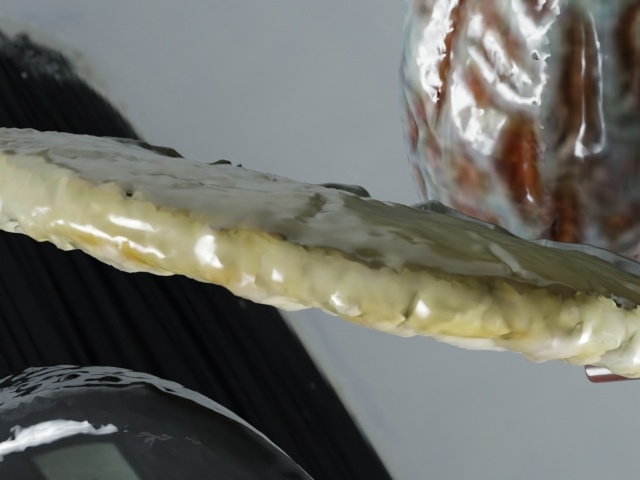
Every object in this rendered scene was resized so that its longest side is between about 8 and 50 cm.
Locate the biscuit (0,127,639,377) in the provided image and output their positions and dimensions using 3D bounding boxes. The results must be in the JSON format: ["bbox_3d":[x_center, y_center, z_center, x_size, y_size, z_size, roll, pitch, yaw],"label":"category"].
[{"bbox_3d":[0.000,0.000,0.415,0.188,0.266,0.040,-29,132,-84],"label":"biscuit"}]

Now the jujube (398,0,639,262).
[{"bbox_3d":[0.159,-0.109,0.654,0.246,0.215,0.308,-58,152,-43],"label":"jujube"}]

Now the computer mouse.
[{"bbox_3d":[-0.106,0.106,0.433,0.264,0.147,0.088,-18,-155,18],"label":"computer mouse"}]

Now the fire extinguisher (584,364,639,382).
[{"bbox_3d":[0.263,0.091,1.027,0.100,0.032,0.046,-11,-175,32],"label":"fire extinguisher"}]
